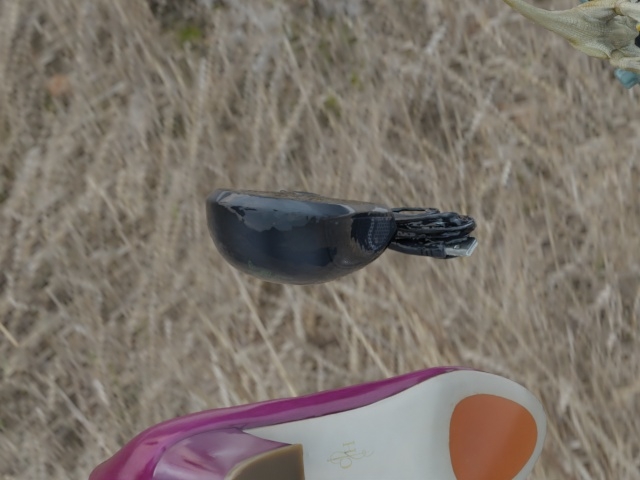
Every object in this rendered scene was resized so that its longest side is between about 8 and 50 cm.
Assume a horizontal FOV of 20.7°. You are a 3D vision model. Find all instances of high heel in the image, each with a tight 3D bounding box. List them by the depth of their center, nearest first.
[{"bbox_3d":[0.007,0.161,1.386,0.181,0.377,0.127,0,90,47],"label":"high heel"}]

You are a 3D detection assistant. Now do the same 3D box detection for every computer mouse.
[{"bbox_3d":[0.000,0.000,1.441,0.188,0.272,0.072,9,94,26],"label":"computer mouse"}]

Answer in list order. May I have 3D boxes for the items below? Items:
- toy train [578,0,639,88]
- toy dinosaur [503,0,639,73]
[{"bbox_3d":[0.270,-0.269,1.603,0.142,0.190,0.334,-37,41,10],"label":"toy train"},{"bbox_3d":[0.163,-0.125,1.038,0.092,0.183,0.053,16,101,36],"label":"toy dinosaur"}]
